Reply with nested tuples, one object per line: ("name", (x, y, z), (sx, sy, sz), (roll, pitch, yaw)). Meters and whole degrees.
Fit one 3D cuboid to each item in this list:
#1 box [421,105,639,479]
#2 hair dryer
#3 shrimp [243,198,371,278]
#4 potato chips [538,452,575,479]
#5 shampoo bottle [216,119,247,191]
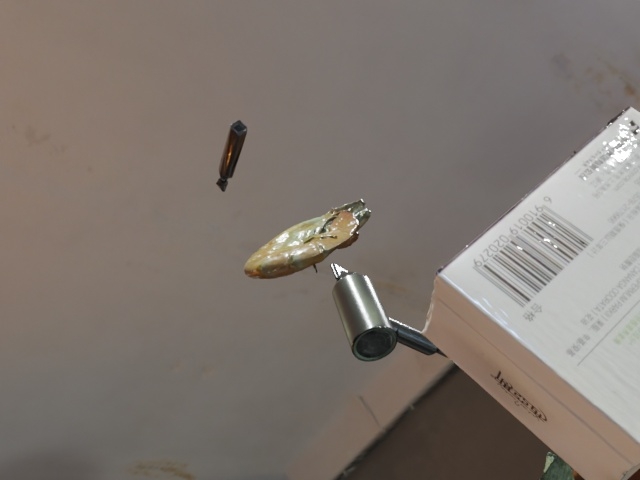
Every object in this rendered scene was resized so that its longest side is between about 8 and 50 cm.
("box", (0.240, 0.038, 0.627), (0.260, 0.194, 0.111), (-36, -27, -24))
("hair dryer", (0.130, 0.147, 1.379), (0.248, 0.195, 0.078), (29, -66, -31))
("shrimp", (0.001, 0.002, 0.923), (0.217, 0.115, 0.051), (-28, -70, -48))
("potato chips", (0.309, 0.371, 1.113), (0.228, 0.059, 0.167), (-30, -53, -31))
("shampoo bottle", (-0.144, -0.133, 1.245), (0.027, 0.048, 0.137), (8, -38, -15))
